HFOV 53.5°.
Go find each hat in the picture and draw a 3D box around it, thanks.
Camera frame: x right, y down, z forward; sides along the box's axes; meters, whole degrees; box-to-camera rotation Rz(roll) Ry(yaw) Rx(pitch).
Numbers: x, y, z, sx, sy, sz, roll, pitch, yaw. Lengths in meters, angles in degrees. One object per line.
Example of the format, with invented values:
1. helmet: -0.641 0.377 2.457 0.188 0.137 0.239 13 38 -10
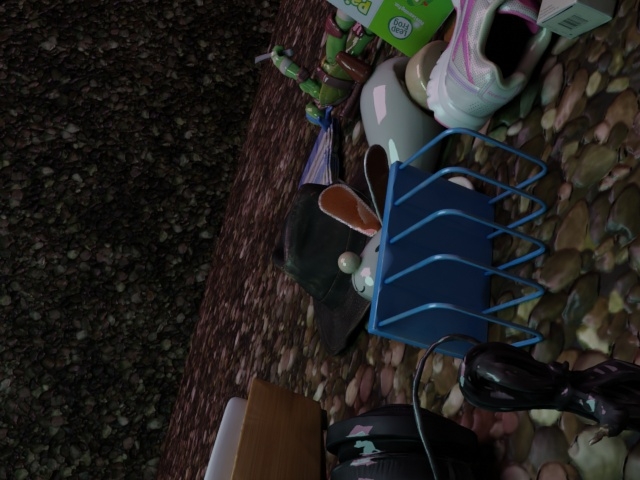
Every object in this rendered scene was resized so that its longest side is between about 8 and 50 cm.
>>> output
1. hat: 0.000 0.000 0.972 0.331 0.133 0.332 -162 90 -74

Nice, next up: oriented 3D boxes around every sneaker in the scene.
1. sneaker: 0.191 -0.238 0.647 0.111 0.102 0.253 178 102 -69

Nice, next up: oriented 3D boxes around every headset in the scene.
1. headset: 0.095 0.229 0.481 0.243 0.185 0.394 -90 7 -55

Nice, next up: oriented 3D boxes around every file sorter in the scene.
1. file sorter: 0.128 0.005 0.559 0.104 0.118 0.170 -36 39 59

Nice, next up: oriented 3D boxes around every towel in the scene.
1. towel: -0.007 -0.101 1.287 0.285 0.034 0.209 -89 20 -50

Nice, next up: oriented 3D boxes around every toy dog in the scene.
1. toy dog: 0.070 -0.107 0.783 0.220 0.160 0.334 129 153 -54

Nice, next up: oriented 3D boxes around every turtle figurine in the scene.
1. turtle figurine: 0.008 -0.377 1.219 0.266 0.197 0.275 -56 26 37

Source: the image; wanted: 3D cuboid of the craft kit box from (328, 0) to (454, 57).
1. craft kit box: 0.092 -0.398 0.811 0.247 0.249 0.061 -49 13 50

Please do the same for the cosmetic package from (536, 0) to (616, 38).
1. cosmetic package: 0.240 -0.249 0.570 0.060 0.041 0.115 173 112 -74

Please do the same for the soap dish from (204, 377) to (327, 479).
1. soap dish: -0.046 0.311 0.647 0.291 0.118 0.229 -89 -5 -73

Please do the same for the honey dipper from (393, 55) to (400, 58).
1. honey dipper: 0.114 -0.233 1.017 0.030 0.030 0.161 137 149 -61

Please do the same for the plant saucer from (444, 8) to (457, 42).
1. plant saucer: 0.186 -0.291 0.847 0.083 0.015 0.084 -163 90 -74
